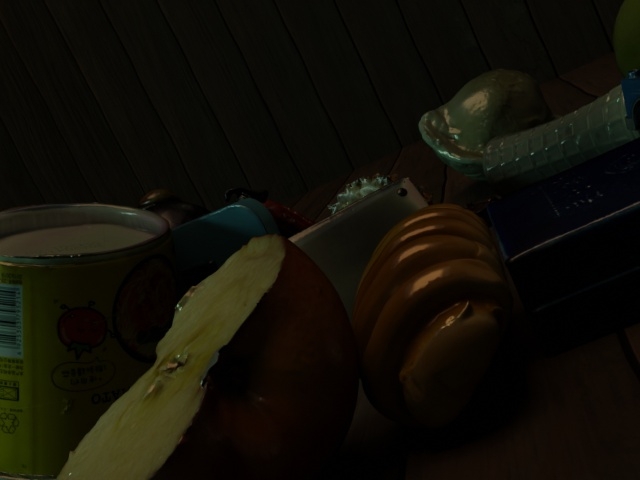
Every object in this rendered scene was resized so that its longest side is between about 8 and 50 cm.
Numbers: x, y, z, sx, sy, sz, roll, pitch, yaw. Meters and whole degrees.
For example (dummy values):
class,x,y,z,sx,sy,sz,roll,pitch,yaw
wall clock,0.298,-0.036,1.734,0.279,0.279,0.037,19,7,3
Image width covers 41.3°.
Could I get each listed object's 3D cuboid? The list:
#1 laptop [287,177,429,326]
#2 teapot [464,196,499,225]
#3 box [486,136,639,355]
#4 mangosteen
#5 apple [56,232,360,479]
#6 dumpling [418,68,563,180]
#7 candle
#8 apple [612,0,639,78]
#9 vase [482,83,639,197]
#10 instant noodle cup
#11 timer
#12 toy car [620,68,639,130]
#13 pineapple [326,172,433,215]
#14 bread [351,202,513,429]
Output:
class,x,y,z,sx,sy,sz,roll,pitch,yaw
laptop,0.045,0.050,0.998,0.269,0.187,0.015,-28,-21,-16
teapot,0.251,-0.044,1.369,0.100,0.045,0.068,-30,11,-21
box,0.320,-0.025,0.851,0.279,0.116,0.261,-25,10,12
mangosteen,-0.315,0.034,1.765,0.288,0.288,0.288,-25,9,4
apple,-0.068,0.151,0.709,0.293,0.163,0.251,-57,20,-23
dumpling,0.346,-0.228,1.657,0.321,0.211,0.270,-39,14,-13
candle,0.000,0.000,1.153,0.059,0.302,0.084,-45,29,31
apple,0.517,-0.255,1.066,0.254,0.292,0.292,-31,4,36
vase,0.394,-0.150,1.313,0.143,0.143,0.299,-32,9,-36
instant noodle cup,-0.306,0.103,1.038,0.326,0.254,0.325,1,16,0
timer,-0.108,0.071,1.125,0.250,0.231,0.091,-17,9,41
toy car,0.355,-0.146,0.765,0.097,0.100,0.191,-22,16,-12
pineapple,0.120,-0.032,1.334,0.176,0.161,0.137,-19,0,33
bread,0.099,0.057,0.804,0.172,0.121,0.311,-62,1,13
